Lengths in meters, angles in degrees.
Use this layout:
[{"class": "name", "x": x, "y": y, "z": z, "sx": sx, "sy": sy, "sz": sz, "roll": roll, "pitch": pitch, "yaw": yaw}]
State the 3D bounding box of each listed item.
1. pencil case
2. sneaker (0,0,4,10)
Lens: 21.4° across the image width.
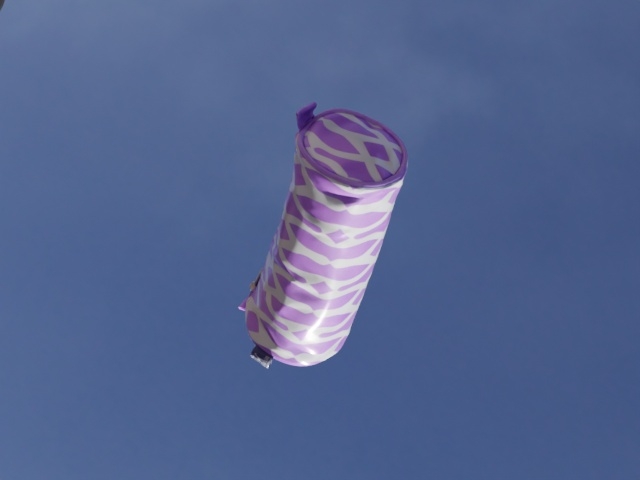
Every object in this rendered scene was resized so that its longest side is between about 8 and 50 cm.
[{"class": "pencil case", "x": 0.000, "y": 0.000, "z": 1.244, "sx": 0.088, "sy": 0.086, "sz": 0.206, "roll": 39, "pitch": -47, "yaw": 20}, {"class": "sneaker", "x": -0.457, "y": -0.393, "z": 2.018, "sx": 0.124, "sy": 0.283, "sz": 0.107, "roll": 24, "pitch": -143, "yaw": 23}]
